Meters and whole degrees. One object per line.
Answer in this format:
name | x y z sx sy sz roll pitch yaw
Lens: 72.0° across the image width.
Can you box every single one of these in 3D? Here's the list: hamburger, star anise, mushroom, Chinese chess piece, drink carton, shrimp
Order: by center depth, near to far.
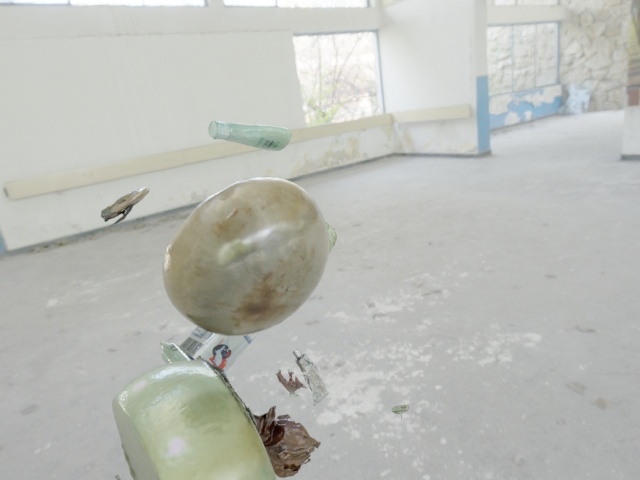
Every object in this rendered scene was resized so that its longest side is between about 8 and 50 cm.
mushroom | -0.098 0.019 0.581 0.178 0.226 0.227 35 39 28
Chinese chess piece | -0.188 0.356 0.673 0.147 0.348 0.350 -20 20 -34
star anise | -0.155 0.531 1.095 0.347 0.237 0.148 -32 26 9
hamburger | -0.001 0.001 1.231 0.084 0.121 0.054 18 19 13
shrimp | -0.594 -0.089 1.296 0.220 0.046 0.152 -21 27 29
drink carton | -0.276 0.266 1.327 0.107 0.130 0.315 12 49 37

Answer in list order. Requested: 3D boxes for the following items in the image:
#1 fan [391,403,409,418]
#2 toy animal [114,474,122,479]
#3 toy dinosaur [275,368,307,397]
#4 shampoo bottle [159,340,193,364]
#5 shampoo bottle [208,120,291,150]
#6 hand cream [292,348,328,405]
fan | 0.282 0.585 1.519 0.060 0.003 0.080 -20 12 -19
toy animal | -0.555 0.699 1.243 0.155 0.095 0.219 21 49 42
toy dinosaur | -0.105 0.509 1.578 0.032 0.108 0.220 -14 7 -37
shampoo bottle | -0.390 0.312 1.179 0.056 0.056 0.195 -22 29 -36
shampoo bottle | -0.151 -0.228 0.950 0.191 0.041 0.069 -4 -20 -47
hand cream | -0.040 0.535 1.748 0.084 0.256 0.050 -35 18 -36
